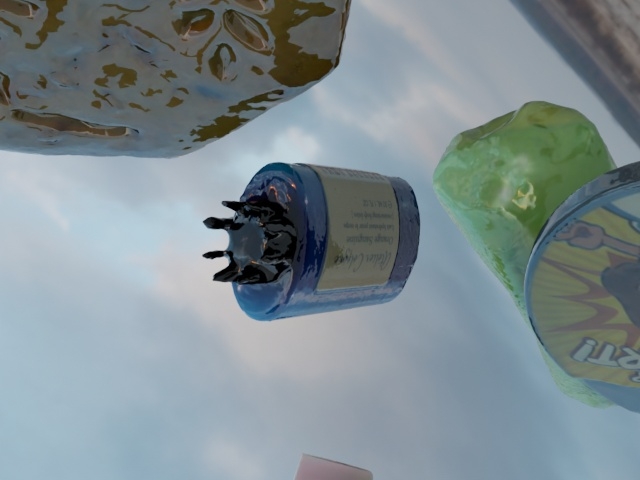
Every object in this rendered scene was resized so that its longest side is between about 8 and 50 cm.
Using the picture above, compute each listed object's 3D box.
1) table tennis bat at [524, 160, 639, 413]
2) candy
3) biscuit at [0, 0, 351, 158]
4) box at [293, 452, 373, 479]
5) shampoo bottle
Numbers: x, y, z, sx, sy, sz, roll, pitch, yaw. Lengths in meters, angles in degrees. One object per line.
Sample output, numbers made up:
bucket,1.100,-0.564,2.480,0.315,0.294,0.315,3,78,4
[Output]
table tennis bat,0.239,0.069,0.583,0.329,0.215,0.044,69,-147,-46
candy,0.227,0.023,0.858,0.132,0.142,0.343,39,169,50
biscuit,-0.149,-0.147,0.470,0.359,0.359,0.046,34,-133,-39
box,-0.015,0.397,1.077,0.106,0.203,0.251,14,-163,5
shampoo bottle,0.000,0.000,0.547,0.050,0.087,0.183,14,-173,30
